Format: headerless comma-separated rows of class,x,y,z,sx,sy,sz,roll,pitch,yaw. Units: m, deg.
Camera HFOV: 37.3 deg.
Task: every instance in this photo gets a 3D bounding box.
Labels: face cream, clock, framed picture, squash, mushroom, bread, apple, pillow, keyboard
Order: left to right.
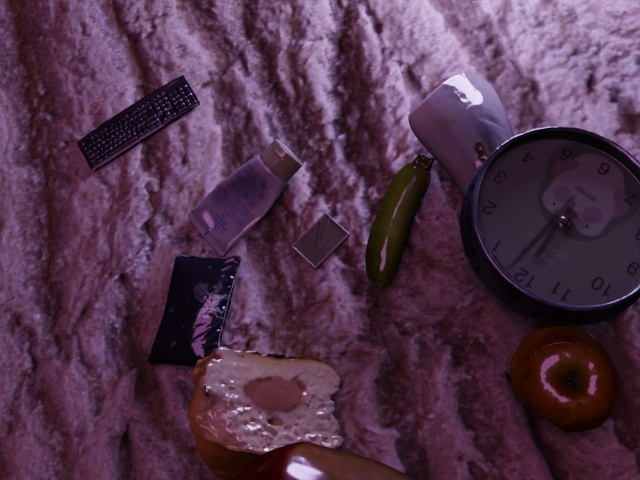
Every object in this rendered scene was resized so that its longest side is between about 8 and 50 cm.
keyboard,-0.358,-0.232,1.857,0.250,0.017,0.087,-32,67,1
pillow,-0.220,0.122,1.672,0.141,0.055,0.208,2,69,23
face cream,-0.136,-0.084,1.733,0.224,0.070,0.114,-45,65,8
bread,-0.096,0.260,1.502,0.224,0.211,0.183,-13,60,14
framed picture,0.000,0.000,1.689,0.089,0.006,0.066,-46,66,-6
squash,0.131,-0.038,1.639,0.069,0.069,0.258,16,73,19
mushroom,0.312,-0.109,1.593,0.177,0.126,0.397,-21,66,-20
apple,0.372,0.208,1.451,0.163,0.147,0.146,32,84,9
clock,0.376,-0.027,1.460,0.319,0.066,0.318,1,68,-3

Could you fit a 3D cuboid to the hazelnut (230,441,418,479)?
hazelnut,0.020,0.483,1.324,0.409,0.359,0.359,21,76,18
